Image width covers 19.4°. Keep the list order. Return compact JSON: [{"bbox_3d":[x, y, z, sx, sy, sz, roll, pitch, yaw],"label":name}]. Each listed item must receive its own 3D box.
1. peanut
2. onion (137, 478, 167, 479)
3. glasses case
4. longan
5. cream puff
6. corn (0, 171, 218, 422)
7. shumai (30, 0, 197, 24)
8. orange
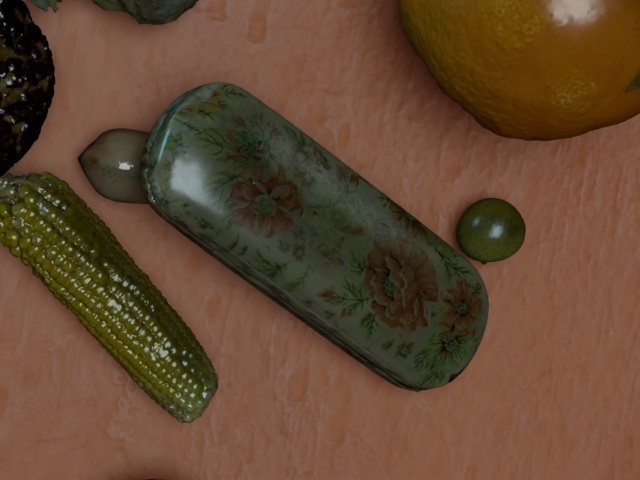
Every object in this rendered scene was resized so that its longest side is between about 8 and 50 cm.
[{"bbox_3d":[-0.175,-0.073,1.935,0.152,0.076,0.076,9,90,-12],"label":"peanut"},{"bbox_3d":[-0.172,0.332,1.914,0.177,0.153,0.177,1,100,3],"label":"onion"},{"bbox_3d":[0.000,0.000,1.934,0.425,0.098,0.156,37,67,-22],"label":"glasses case"},{"bbox_3d":[0.184,-0.005,2.024,0.075,0.075,0.083,-10,135,-12],"label":"longan"},{"bbox_3d":[-0.378,-0.163,1.835,0.239,0.165,0.239,1,87,-15],"label":"cream puff"},{"bbox_3d":[-0.220,0.053,1.918,0.097,0.097,0.320,-42,102,-8],"label":"corn"},{"bbox_3d":[-0.221,-0.303,1.893,0.153,0.161,0.209,-21,131,17],"label":"shumai"},{"bbox_3d":[0.232,-0.249,1.902,0.312,0.312,0.312,0,92,-12],"label":"orange"}]
